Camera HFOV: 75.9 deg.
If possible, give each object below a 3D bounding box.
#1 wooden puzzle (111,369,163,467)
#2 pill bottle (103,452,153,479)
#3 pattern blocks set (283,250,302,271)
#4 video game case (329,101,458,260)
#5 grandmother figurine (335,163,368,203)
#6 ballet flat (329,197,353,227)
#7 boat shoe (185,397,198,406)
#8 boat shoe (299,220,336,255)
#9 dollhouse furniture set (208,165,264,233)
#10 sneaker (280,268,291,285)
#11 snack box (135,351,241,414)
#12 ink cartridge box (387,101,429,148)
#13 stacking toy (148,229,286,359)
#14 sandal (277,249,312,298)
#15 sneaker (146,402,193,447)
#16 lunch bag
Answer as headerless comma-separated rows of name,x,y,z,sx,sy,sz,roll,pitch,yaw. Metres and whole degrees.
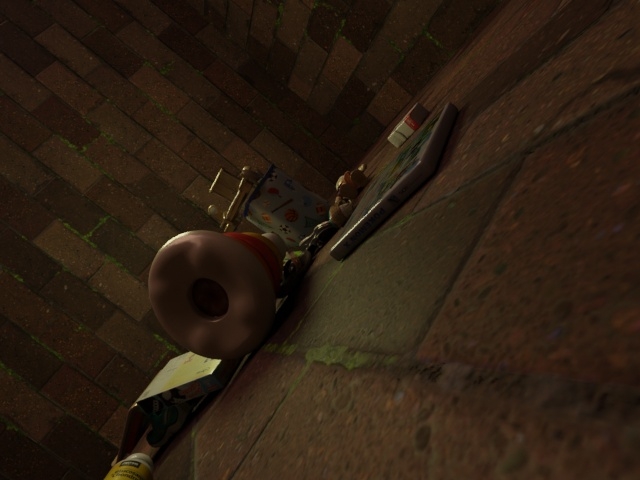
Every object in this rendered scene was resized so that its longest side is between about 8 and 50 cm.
wooden puzzle,-0.578,0.571,1.328,0.221,0.044,0.239,-84,17,-78
pill bottle,-0.426,0.545,0.890,0.103,0.103,0.184,-51,5,-4
pattern blocks set,-0.176,0.088,1.515,0.285,0.026,0.325,-21,17,-26
video game case,0.164,-0.132,0.899,0.300,0.036,0.329,-47,6,42
grandmother figurine,0.122,-0.242,1.736,0.208,0.104,0.342,-42,8,0
ballet flat,0.072,-0.099,1.315,0.067,0.073,0.206,-35,13,17
boat shoe,-0.375,0.441,1.400,0.335,0.095,0.112,-46,-30,16
boat shoe,0.000,0.000,1.402,0.206,0.075,0.065,-39,55,44
dollhouse furniture set,-0.375,-0.158,1.587,0.303,0.173,0.355,-59,7,14
sneaker,-0.152,0.144,1.697,0.152,0.053,0.061,-59,16,-15
snack box,-0.376,0.393,1.219,0.322,0.060,0.187,-26,16,25
ink cartridge box,0.310,-0.407,1.456,0.099,0.056,0.135,-56,7,-36
stacking toy,-0.229,0.090,1.216,0.350,0.350,0.480,-49,0,22
sandal,-0.092,0.096,1.310,0.090,0.060,0.219,-29,19,44
sneaker,-0.509,0.582,1.341,0.275,0.110,0.107,-49,5,33
lunch bag,-0.138,-0.103,1.702,0.239,0.328,0.385,-58,4,-19
